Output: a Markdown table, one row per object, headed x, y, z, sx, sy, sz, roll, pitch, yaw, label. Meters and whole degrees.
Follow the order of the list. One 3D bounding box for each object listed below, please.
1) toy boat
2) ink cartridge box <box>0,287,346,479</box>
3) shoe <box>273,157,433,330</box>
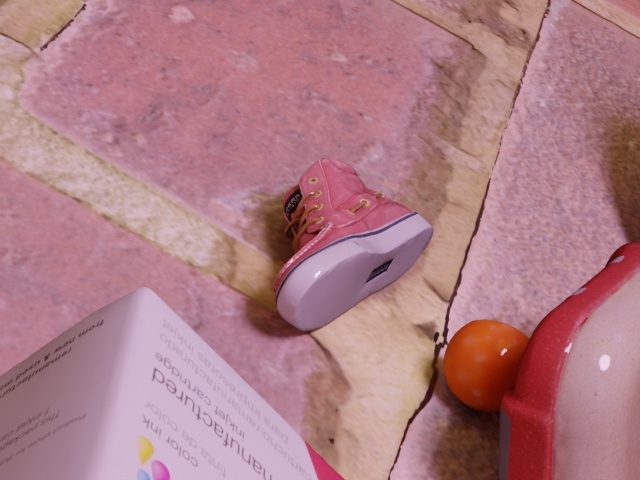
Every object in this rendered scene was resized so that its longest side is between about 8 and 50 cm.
| x | y | z | sx | sy | sz | roll | pitch | yaw | label |
| --- | --- | --- | --- | --- | --- | --- | --- | --- | --- |
| 0.147 | 0.083 | 1.134 | 0.151 | 0.151 | 0.231 | 11 | 23 | 28 | toy boat |
| -0.060 | 0.200 | 0.711 | 0.226 | 0.131 | 0.306 | 47 | 23 | -24 | ink cartridge box |
| 0.000 | 0.000 | 1.181 | 0.081 | 0.063 | 0.178 | 38 | 27 | 16 | shoe |
